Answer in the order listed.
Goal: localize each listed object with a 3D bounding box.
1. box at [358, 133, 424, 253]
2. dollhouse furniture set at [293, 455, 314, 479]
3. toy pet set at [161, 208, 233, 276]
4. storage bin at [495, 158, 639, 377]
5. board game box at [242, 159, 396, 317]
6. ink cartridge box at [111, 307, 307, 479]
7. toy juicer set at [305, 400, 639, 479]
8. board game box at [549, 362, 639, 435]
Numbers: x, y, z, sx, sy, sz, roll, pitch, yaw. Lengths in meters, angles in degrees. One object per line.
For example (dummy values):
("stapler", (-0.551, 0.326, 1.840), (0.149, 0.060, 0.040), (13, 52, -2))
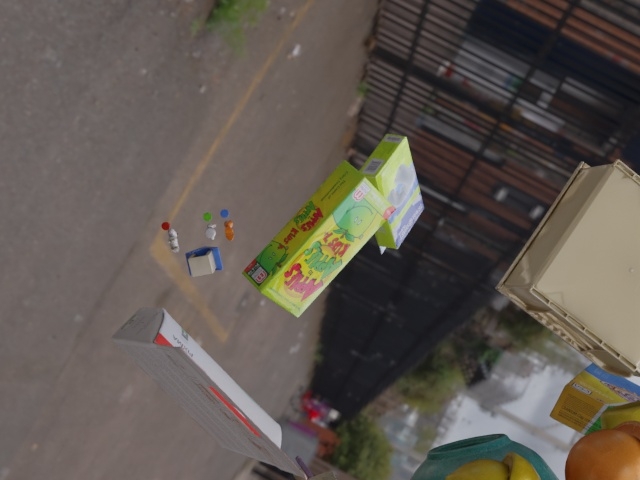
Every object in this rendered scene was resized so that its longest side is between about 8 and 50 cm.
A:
("box", (0.118, -0.072, 1.718), (0.109, 0.042, 0.178), (-54, 140, -33))
("dollhouse furniture set", (-0.034, 0.359, 1.429), (0.081, 0.091, 0.114), (-36, 166, -10))
("toy pet set", (-0.206, 0.002, 1.858), (0.065, 0.122, 0.114), (-74, 153, -75))
("storage bin", (0.476, 0.048, 1.697), (0.262, 0.260, 0.123), (-54, -171, -9))
("board game box", (0.000, 0.000, 1.259), (0.181, 0.043, 0.092), (-48, 144, 1))
("ink cartridge box", (-0.102, 0.144, 1.036), (0.056, 0.181, 0.225), (-49, -163, -22))
("toy juicer set", (0.112, 0.201, 0.787), (0.209, 0.329, 0.089), (5, 71, -72))
("board game box", (0.549, 0.313, 1.833), (0.064, 0.242, 0.316), (-67, 160, 10))
